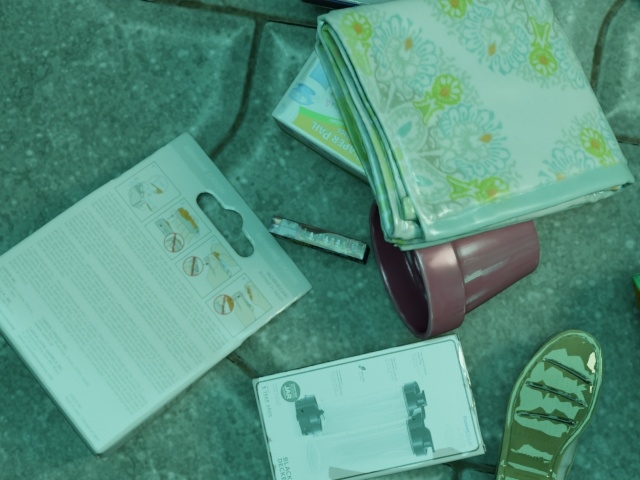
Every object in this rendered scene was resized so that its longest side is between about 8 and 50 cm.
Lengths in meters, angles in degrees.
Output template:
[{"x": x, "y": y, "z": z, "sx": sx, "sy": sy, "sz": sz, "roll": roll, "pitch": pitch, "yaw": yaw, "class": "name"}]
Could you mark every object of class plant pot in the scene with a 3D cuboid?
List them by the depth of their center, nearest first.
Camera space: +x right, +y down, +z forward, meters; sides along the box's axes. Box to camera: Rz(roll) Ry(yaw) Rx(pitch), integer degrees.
[{"x": 0.185, "y": 0.010, "z": 1.506, "sx": 0.180, "sy": 0.201, "sz": 0.201, "roll": -19, "pitch": 83, "yaw": -13, "class": "plant pot"}]

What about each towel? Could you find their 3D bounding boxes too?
[{"x": 0.198, "y": -0.171, "z": 1.432, "sx": 0.374, "sy": 0.090, "sz": 0.320, "roll": -14, "pitch": 77, "yaw": -28, "class": "towel"}]

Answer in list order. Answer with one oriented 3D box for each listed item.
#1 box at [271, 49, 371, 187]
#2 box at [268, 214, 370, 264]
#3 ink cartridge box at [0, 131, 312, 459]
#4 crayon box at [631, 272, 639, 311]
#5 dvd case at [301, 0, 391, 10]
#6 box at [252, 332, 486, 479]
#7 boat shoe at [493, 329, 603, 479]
[{"x": 0.049, "y": -0.157, "z": 1.569, "sx": 0.203, "sy": 0.103, "sz": 0.114, "roll": 33, "pitch": 88, "yaw": 7, "class": "box"}, {"x": 0.000, "y": 0.000, "z": 1.563, "sx": 0.137, "sy": 0.094, "sz": 0.027, "roll": 17, "pitch": 86, "yaw": 7, "class": "box"}, {"x": -0.255, "y": 0.073, "z": 1.604, "sx": 0.385, "sy": 0.091, "sz": 0.308, "roll": -37, "pitch": 82, "yaw": -16, "class": "ink cartridge box"}, {"x": 0.488, "y": 0.165, "z": 1.390, "sx": 0.081, "sy": 0.278, "sz": 0.165, "roll": -21, "pitch": 122, "yaw": 4, "class": "crayon box"}, {"x": 0.110, "y": -0.392, "z": 1.595, "sx": 0.239, "sy": 0.029, "sz": 0.179, "roll": 14, "pitch": 65, "yaw": 6, "class": "dvd case"}, {"x": 0.067, "y": 0.239, "z": 1.537, "sx": 0.290, "sy": 0.087, "sz": 0.169, "roll": -14, "pitch": 83, "yaw": 4, "class": "box"}, {"x": 0.293, "y": 0.262, "z": 1.505, "sx": 0.113, "sy": 0.103, "sz": 0.302, "roll": 21, "pitch": 88, "yaw": 9, "class": "boat shoe"}]
